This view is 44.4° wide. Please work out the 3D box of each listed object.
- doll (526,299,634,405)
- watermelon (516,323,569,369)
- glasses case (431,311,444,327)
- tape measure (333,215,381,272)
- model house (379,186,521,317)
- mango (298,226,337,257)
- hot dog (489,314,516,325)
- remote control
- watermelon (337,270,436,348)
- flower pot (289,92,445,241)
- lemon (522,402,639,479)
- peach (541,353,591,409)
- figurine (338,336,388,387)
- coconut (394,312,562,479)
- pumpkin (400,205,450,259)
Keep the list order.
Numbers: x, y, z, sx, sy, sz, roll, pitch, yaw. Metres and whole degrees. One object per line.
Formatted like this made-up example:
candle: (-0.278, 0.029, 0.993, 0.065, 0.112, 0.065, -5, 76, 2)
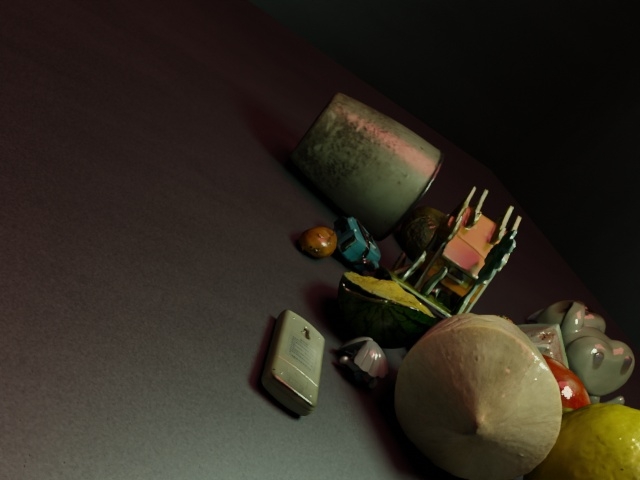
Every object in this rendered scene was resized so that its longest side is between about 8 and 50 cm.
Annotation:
doll: (0.809, 0.324, 2.420, 0.215, 0.226, 0.370, 0, 41, -13)
watermelon: (0.526, 0.321, 2.006, 0.231, 0.193, 0.310, 48, 36, -39)
glasses case: (0.314, 0.248, 1.826, 0.267, 0.067, 0.103, 36, 17, -20)
tape measure: (0.085, 0.012, 1.842, 0.125, 0.081, 0.146, 43, 17, -35)
model house: (0.315, 0.020, 1.793, 0.243, 0.312, 0.357, 32, 3, 0)
mango: (0.000, 0.000, 1.727, 0.077, 0.063, 0.127, 38, 18, 8)
hot dog: (0.504, 0.241, 2.224, 0.072, 0.055, 0.188, 55, 22, 23)
remote control: (-0.041, 0.197, 1.292, 0.098, 0.038, 0.233, 40, 19, -11)
watermelon: (0.120, 0.146, 1.558, 0.204, 0.127, 0.232, 26, 8, 3)
flower pot: (0.107, -0.202, 2.048, 0.330, 0.293, 0.293, 34, 21, -6)
lemon: (0.526, 0.457, 1.411, 0.364, 0.364, 0.364, 38, 21, -17)
peach: (0.482, 0.362, 1.725, 0.243, 0.199, 0.243, 43, -5, 4)
figurine: (0.076, 0.222, 1.436, 0.094, 0.082, 0.086, 13, 52, -38)
coconut: (0.286, 0.283, 1.411, 0.329, 0.329, 0.328, 38, 21, -17)
pumpkin: (0.335, -0.010, 2.252, 0.219, 0.162, 0.219, 33, 24, -16)
